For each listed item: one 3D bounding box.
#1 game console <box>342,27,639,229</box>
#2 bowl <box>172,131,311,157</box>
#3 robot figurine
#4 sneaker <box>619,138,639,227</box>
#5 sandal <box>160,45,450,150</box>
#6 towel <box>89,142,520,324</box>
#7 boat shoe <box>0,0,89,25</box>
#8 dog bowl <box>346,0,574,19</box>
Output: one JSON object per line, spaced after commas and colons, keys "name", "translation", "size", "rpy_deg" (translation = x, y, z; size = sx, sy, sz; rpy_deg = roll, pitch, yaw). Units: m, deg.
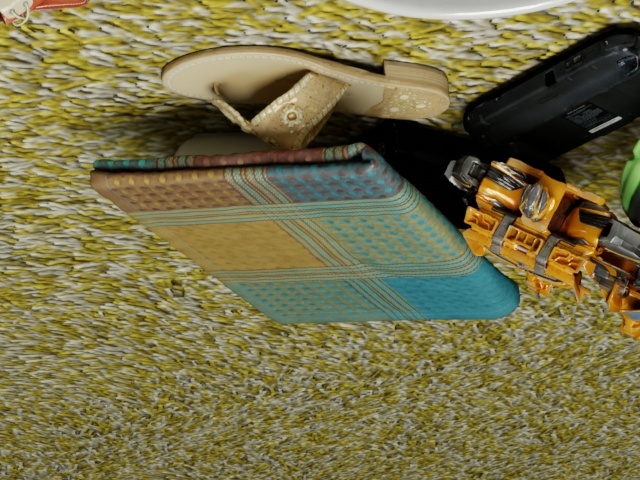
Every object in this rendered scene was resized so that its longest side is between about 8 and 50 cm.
{"name": "game console", "translation": [0.177, -0.089, 1.475], "size": [0.213, 0.044, 0.361], "rpy_deg": [13, 153, -37]}
{"name": "bowl", "translation": [-0.071, -0.054, 1.510], "size": [0.142, 0.053, 0.142], "rpy_deg": [0, 158, -7]}
{"name": "robot figurine", "translation": [0.214, 0.008, 1.442], "size": [0.211, 0.085, 0.291], "rpy_deg": [25, 179, 25]}
{"name": "sneaker", "translation": [0.426, -0.078, 1.285], "size": [0.185, 0.202, 0.483], "rpy_deg": [-18, 174, -43]}
{"name": "sandal", "translation": [-0.009, -0.102, 1.367], "size": [0.240, 0.079, 0.088], "rpy_deg": [2, 157, -12]}
{"name": "towel", "translation": [0.000, 0.000, 1.483], "size": [0.271, 0.040, 0.370], "rpy_deg": [-2, 159, 25]}
{"name": "boat shoe", "translation": [-0.231, -0.174, 1.210], "size": [0.137, 0.043, 0.049], "rpy_deg": [-1, 156, -9]}
{"name": "dog bowl", "translation": [0.098, -0.242, 1.009], "size": [0.265, 0.104, 0.265], "rpy_deg": [-3, 158, -1]}
